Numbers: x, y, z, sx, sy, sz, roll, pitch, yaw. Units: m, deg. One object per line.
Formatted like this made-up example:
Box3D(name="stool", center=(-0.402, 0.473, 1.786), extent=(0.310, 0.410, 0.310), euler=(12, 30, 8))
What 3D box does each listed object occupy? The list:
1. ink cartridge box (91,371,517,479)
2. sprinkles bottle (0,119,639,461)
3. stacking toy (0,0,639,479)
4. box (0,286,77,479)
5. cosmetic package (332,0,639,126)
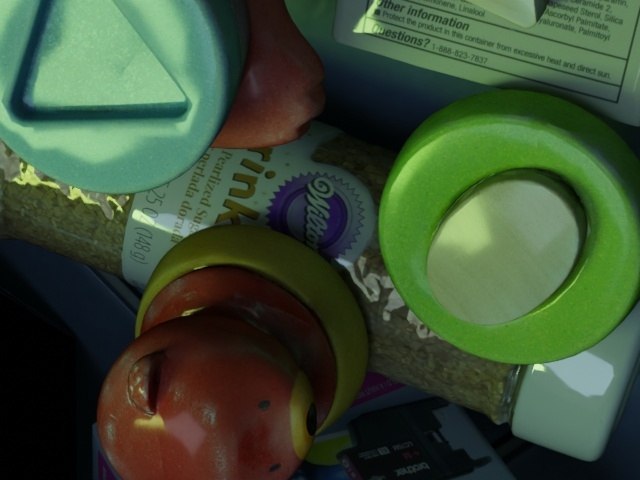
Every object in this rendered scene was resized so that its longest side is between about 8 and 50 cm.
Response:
Box3D(name="ink cartridge box", center=(0.032, 0.184, 0.993), extent=(0.311, 0.186, 0.065), euler=(55, 155, 33))
Box3D(name="sprinkles bottle", center=(0.000, 0.000, 1.035), extent=(0.355, 0.121, 0.121), euler=(20, 122, 11))
Box3D(name="stacking toy", center=(-0.012, -0.025, 0.881), extent=(0.280, 0.130, 0.309), euler=(-11, 110, 25))
Box3D(name="box", center=(-0.386, 0.271, 1.046), extent=(0.472, 0.480, 0.297), euler=(-34, 129, 24))
Box3D(name="cosmetic package", center=(0.113, -0.224, 0.878), extent=(0.160, 0.113, 0.309), euler=(18, 121, 12))
